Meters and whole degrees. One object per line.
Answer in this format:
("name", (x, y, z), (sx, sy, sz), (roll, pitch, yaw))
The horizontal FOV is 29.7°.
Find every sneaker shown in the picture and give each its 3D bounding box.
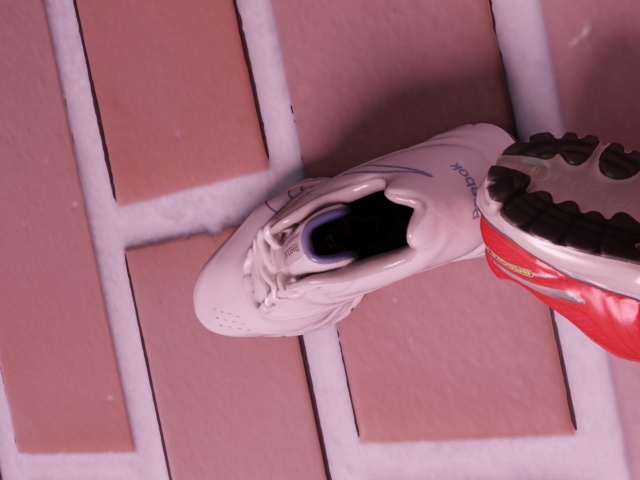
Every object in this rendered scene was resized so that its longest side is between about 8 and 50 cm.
("sneaker", (0.216, 0.034, 0.678), (0.279, 0.107, 0.118), (30, 154, 19))
("sneaker", (0.000, 0.000, 0.826), (0.297, 0.129, 0.111), (-28, 81, 41))
